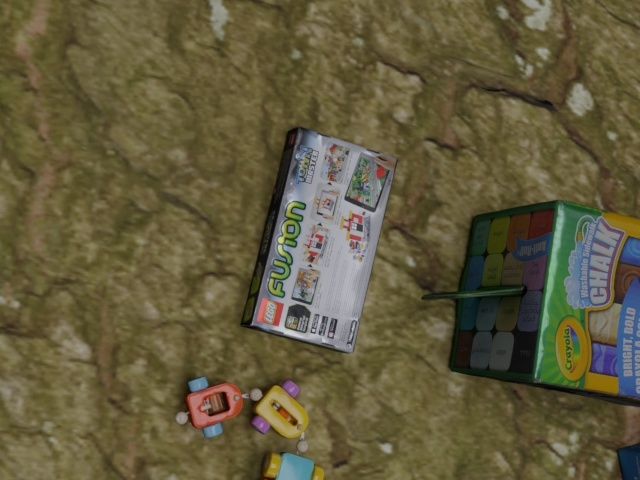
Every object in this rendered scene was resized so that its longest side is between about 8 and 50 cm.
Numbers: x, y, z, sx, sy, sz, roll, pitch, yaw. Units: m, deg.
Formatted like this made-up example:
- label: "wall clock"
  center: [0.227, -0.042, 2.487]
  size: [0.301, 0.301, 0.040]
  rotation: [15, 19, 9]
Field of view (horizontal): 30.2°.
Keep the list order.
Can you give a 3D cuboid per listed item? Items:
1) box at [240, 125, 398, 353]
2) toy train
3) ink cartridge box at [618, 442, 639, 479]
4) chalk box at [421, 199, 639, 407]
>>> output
- label: "box"
  center: [0.000, 0.000, 1.195]
  size: [0.114, 0.036, 0.207]
  rotation: [17, 81, -19]
- label: "toy train"
  center: [-0.068, 0.200, 1.155]
  size: [0.125, 0.046, 0.166]
  rotation: [-21, 91, -19]
- label: "ink cartridge box"
  center: [0.438, 0.251, 1.240]
  size: [0.134, 0.231, 0.078]
  rotation: [-10, 90, -21]
- label: "chalk box"
  center: [0.251, 0.064, 1.209]
  size: [0.289, 0.180, 0.179]
  rotation: [13, 82, -21]
